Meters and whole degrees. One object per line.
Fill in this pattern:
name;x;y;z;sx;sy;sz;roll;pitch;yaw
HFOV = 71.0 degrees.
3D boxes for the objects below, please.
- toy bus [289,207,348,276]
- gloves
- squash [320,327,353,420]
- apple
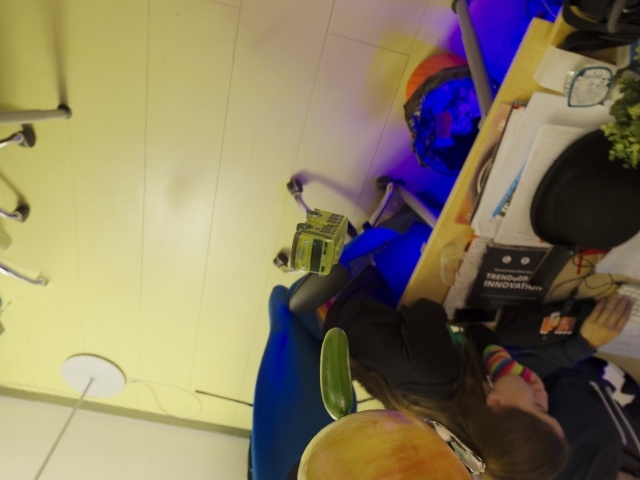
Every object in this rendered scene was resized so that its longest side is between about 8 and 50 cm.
toy bus;0.000;0.000;0.938;0.101;0.175;0.088;13;113;8
gloves;0.251;0.466;0.946;0.127;0.212;0.111;21;106;-29
squash;0.040;0.341;1.192;0.082;0.292;0.082;0;126;-1
apple;0.097;0.387;0.638;0.233;0.286;0.286;-15;125;-14
